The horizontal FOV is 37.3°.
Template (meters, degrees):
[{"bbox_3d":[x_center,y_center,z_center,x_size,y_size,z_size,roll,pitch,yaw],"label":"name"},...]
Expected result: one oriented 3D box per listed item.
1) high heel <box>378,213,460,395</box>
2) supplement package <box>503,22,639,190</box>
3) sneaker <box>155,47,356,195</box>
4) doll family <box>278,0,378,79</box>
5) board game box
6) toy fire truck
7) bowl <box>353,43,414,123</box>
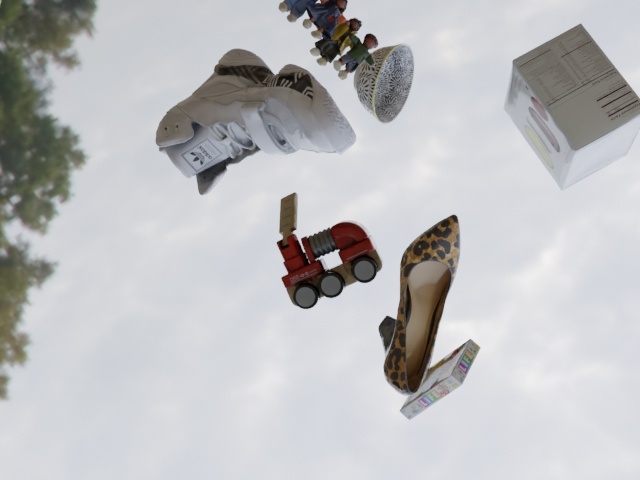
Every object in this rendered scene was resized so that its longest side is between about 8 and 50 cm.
[{"bbox_3d":[0.167,0.103,1.440,0.186,0.093,0.261,-101,-148,-59],"label":"high heel"},{"bbox_3d":[0.452,-0.236,1.710,0.149,0.194,0.203,-29,-110,-4],"label":"supplement package"},{"bbox_3d":[-0.106,-0.154,1.384,0.210,0.137,0.366,-44,-144,-8],"label":"sneaker"},{"bbox_3d":[0.018,-0.357,1.541,0.111,0.193,0.076,-47,-153,-22],"label":"doll family"},{"bbox_3d":[0.210,0.245,1.670,0.154,0.026,0.103,-45,-176,43],"label":"board game box"},{"bbox_3d":[0.000,0.000,2.098,0.217,0.246,0.158,-25,-178,9],"label":"toy fire truck"},{"bbox_3d":[0.121,-0.333,1.961,0.080,0.170,0.170,21,-131,27],"label":"bowl"}]
